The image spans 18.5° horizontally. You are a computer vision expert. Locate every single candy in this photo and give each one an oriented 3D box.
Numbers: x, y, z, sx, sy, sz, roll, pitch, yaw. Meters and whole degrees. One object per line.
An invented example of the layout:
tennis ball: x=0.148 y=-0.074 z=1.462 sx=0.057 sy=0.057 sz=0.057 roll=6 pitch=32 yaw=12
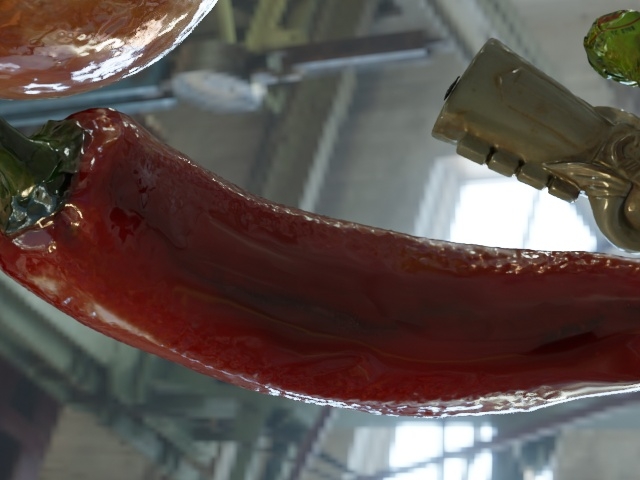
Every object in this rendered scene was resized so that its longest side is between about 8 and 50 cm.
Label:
candy: x=0.172 y=-0.068 z=0.924 sx=0.035 sy=0.123 sz=0.035 roll=-40 pitch=-30 yaw=-9

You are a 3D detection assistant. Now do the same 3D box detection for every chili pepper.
chili pepper: x=0.002 y=0.006 z=0.805 sx=0.368 sy=0.137 sz=0.092 roll=13 pitch=-140 yaw=-17

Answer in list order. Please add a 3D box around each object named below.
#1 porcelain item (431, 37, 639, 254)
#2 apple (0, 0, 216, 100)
porcelain item: x=0.171 y=-0.037 z=1.121 sx=0.084 sy=0.213 sz=0.054 roll=-54 pitch=-11 yaw=-29
apple: x=-0.174 y=-0.217 z=1.147 sx=0.233 sy=0.286 sz=0.286 roll=4 pitch=-97 yaw=-39
